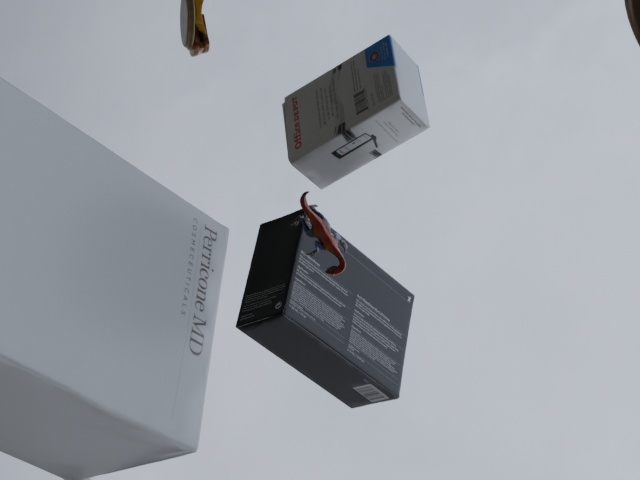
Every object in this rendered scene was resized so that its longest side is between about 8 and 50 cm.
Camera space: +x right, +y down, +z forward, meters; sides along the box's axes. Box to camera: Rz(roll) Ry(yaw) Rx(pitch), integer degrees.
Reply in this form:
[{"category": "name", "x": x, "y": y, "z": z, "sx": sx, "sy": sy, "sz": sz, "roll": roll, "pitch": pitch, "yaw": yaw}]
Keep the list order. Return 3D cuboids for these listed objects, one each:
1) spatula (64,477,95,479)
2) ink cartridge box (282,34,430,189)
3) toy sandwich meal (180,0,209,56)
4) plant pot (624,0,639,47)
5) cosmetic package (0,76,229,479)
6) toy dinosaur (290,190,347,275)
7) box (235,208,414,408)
[{"category": "spatula", "x": -0.284, "y": 0.252, "z": 1.513, "sx": 0.242, "sy": 0.019, "sz": 0.168, "roll": 81, "pitch": -16, "yaw": -61}, {"category": "ink cartridge box", "x": 0.051, "y": -0.192, "z": 1.973, "sx": 0.203, "sy": 0.086, "sz": 0.148, "roll": -29, "pitch": -136, "yaw": 24}, {"category": "toy sandwich meal", "x": -0.153, "y": -0.268, "z": 1.607, "sx": 0.085, "sy": 0.029, "sz": 0.085, "roll": 178, "pitch": -90, "yaw": -76}, {"category": "plant pot", "x": 0.389, "y": -0.192, "z": 1.141, "sx": 0.110, "sy": 0.237, "sz": 0.237, "roll": -41, "pitch": -144, "yaw": -11}, {"category": "cosmetic package", "x": -0.258, "y": 0.012, "z": 0.973, "sx": 0.156, "sy": 0.385, "sz": 0.217, "roll": -21, "pitch": -128, "yaw": 37}, {"category": "toy dinosaur", "x": 0.000, "y": 0.000, "z": 1.524, "sx": 0.047, "sy": 0.090, "sz": 0.082, "roll": -37, "pitch": -117, "yaw": -2}, {"category": "box", "x": 0.013, "y": 0.103, "z": 1.919, "sx": 0.103, "sy": 0.261, "sz": 0.184, "roll": -17, "pitch": -133, "yaw": 39}]
